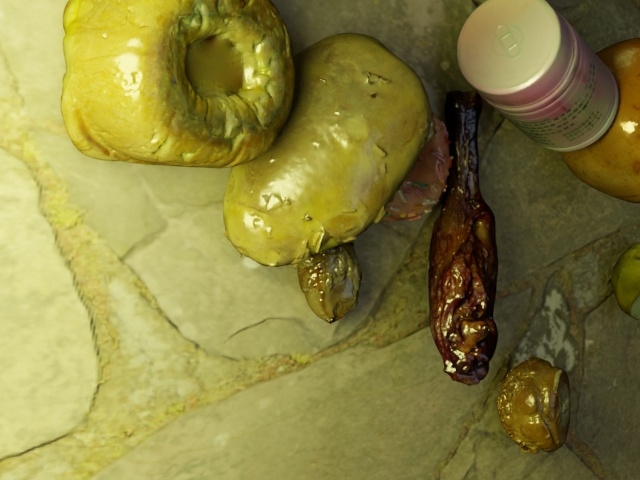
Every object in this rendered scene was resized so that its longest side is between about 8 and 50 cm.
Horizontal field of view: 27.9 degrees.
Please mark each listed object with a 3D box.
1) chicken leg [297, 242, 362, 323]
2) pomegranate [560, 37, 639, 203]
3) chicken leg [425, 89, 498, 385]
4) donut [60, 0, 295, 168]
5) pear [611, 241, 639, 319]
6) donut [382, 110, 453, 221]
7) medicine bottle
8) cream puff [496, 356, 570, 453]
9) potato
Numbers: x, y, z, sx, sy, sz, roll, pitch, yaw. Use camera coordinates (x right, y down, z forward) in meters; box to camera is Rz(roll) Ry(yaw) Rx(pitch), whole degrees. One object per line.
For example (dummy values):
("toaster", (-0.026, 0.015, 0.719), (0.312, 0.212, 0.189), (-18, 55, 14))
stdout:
("chicken leg", (-0.001, -0.001, 1.525), (0.085, 0.069, 0.197), (-25, 110, -21))
("pomegranate", (0.487, -0.183, 1.976), (0.264, 0.264, 0.264), (-11, 104, -51))
("chicken leg", (0.188, -0.003, 1.724), (0.158, 0.096, 0.406), (61, 30, -68))
("donut", (-0.136, -0.173, 1.265), (0.261, 0.128, 0.208), (-9, 102, -53))
("pear", (0.554, 0.059, 2.205), (0.141, 0.104, 0.141), (-19, 136, -19))
("donut", (0.124, -0.089, 1.663), (0.117, 0.065, 0.166), (39, 66, -47))
("medicine bottle", (0.304, -0.229, 1.781), (0.254, 0.152, 0.152), (27, 74, -57))
("cream puff", (0.319, 0.246, 1.935), (0.126, 0.103, 0.143), (-25, 116, -62))
("potato", (0.003, -0.100, 1.417), (0.296, 0.192, 0.141), (-58, 170, -16))
